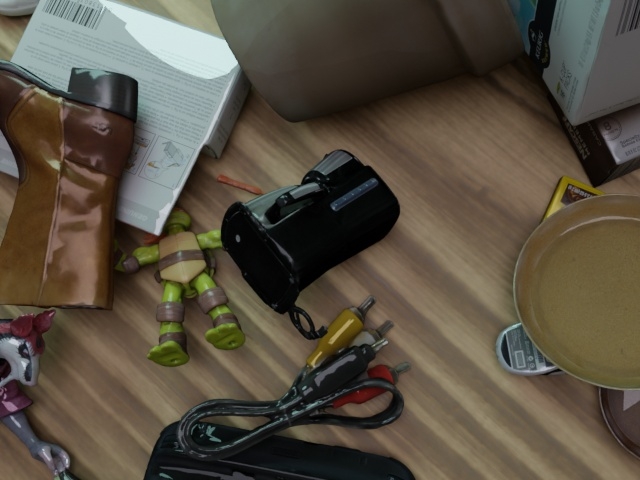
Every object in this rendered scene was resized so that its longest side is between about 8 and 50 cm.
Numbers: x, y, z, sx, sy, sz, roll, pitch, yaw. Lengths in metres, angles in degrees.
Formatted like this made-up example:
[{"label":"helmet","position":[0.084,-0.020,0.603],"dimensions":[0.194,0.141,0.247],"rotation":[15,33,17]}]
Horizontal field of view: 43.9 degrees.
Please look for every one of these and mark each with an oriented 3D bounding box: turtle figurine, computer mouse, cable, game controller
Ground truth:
[{"label":"turtle figurine","position":[-0.178,0.040,0.959],"dimensions":[0.269,0.087,0.217],"rotation":[-9,58,-10]},{"label":"computer mouse","position":[0.304,0.119,0.931],"dimensions":[0.193,0.042,0.106],"rotation":[-10,64,15]},{"label":"cable","position":[-0.021,0.189,0.927],"dimensions":[0.287,0.072,0.139],"rotation":[-29,93,-8]},{"label":"game controller","position":[-0.052,0.307,0.907],"dimensions":[0.319,0.067,0.166],"rotation":[9,68,6]}]

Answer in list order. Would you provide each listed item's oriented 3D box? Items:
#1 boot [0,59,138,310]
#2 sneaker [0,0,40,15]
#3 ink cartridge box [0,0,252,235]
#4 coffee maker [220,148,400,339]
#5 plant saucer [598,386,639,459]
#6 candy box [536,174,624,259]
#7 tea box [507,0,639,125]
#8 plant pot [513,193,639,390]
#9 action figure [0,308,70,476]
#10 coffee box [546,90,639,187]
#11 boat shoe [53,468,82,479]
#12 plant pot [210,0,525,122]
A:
[{"label":"boot","position":[-0.350,-0.062,0.934],"dimensions":[0.264,0.096,0.280],"rotation":[7,86,3]},{"label":"sneaker","position":[-0.355,-0.374,1.049],"dimensions":[0.212,0.094,0.080],"rotation":[-25,80,-1]},{"label":"ink cartridge box","position":[-0.263,-0.166,1.006],"dimensions":[0.296,0.066,0.261],"rotation":[22,82,13]},{"label":"coffee maker","position":[0.000,0.000,0.922],"dimensions":[0.178,0.120,0.171],"rotation":[-31,100,-33]},{"label":"plant saucer","position":[0.409,0.182,0.930],"dimensions":[0.168,0.029,0.168],"rotation":[-1,79,5]},{"label":"candy box","position":[0.369,0.010,0.966],"dimensions":[0.206,0.027,0.105],"rotation":[25,86,8]},{"label":"tea box","position":[0.365,-0.353,0.854],"dimensions":[0.329,0.220,0.323],"rotation":[-20,60,-3]},{"label":"plant pot","position":[0.341,0.058,0.901],"dimensions":[0.236,0.032,0.236],"rotation":[-6,63,12]},{"label":"action figure","position":[-0.467,0.180,0.933],"dimensions":[0.370,0.248,0.276],"rotation":[-36,52,-2]},{"label":"coffee box","position":[0.423,-0.184,0.961],"dimensions":[0.246,0.098,0.141],"rotation":[-23,78,-2]},{"label":"boat shoe","position":[-0.244,0.315,0.937],"dimensions":[0.152,0.056,0.049],"rotation":[38,79,0]},{"label":"plant pot","position":[0.038,-0.288,0.926],"dimensions":[0.280,0.323,0.323],"rotation":[-28,78,16]}]
